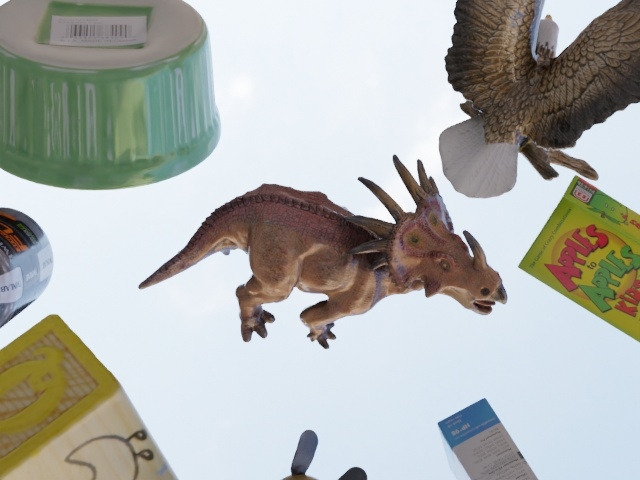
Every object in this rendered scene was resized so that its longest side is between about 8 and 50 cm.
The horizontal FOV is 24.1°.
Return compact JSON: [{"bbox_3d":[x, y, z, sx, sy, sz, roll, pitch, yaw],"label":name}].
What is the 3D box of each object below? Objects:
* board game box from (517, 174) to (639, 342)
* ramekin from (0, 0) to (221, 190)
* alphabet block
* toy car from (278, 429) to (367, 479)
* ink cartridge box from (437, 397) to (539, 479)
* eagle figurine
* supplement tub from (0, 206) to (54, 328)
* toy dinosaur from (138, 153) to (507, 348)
[{"bbox_3d":[0.277,0.031,1.328,0.043,0.181,0.092,-52,172,-50],"label":"board game box"},{"bbox_3d":[-0.271,-0.199,1.826,0.303,0.303,0.148,44,-40,46],"label":"ramekin"},{"bbox_3d":[-0.309,0.241,1.758,0.192,0.197,0.193,-38,-138,-15],"label":"alphabet block"},{"bbox_3d":[-0.021,0.322,1.735,0.188,0.155,0.149,-56,-160,-23],"label":"toy car"},{"bbox_3d":[0.190,0.262,1.516,0.060,0.104,0.180,-26,-128,-6],"label":"ink cartridge box"},{"bbox_3d":[0.251,-0.204,1.715,0.298,0.226,0.225,113,-34,-54],"label":"eagle figurine"},{"bbox_3d":[-0.349,0.036,1.519,0.117,0.117,0.190,-50,-177,12],"label":"supplement tub"},{"bbox_3d":[0.000,0.000,1.291,0.200,0.296,0.127,118,-23,-62],"label":"toy dinosaur"}]
